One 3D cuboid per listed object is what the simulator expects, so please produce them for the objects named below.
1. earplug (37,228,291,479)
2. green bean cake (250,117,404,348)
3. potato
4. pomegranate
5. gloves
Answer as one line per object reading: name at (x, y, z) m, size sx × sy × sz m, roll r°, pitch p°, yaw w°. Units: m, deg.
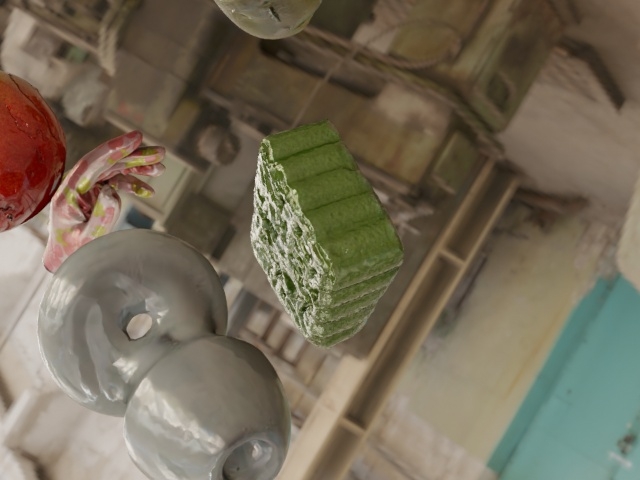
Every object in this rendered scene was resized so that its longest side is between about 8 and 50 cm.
earplug at (-0.162, 0.139, 1.246) m, size 0.325 × 0.214 × 0.175 m, roll 51°, pitch 169°, yaw 6°
green bean cake at (0.000, 0.000, 1.428) m, size 0.222 × 0.125 × 0.248 m, roll 60°, pitch 162°, yaw 28°
potato at (-0.078, -0.367, 1.597) m, size 0.169 × 0.143 × 0.248 m, roll -2°, pitch 161°, yaw 14°
pomegranate at (-0.425, -0.118, 1.413) m, size 0.235 × 0.210 × 0.210 m, roll 51°, pitch -179°, yaw 9°
gloves at (-0.303, -0.058, 1.551) m, size 0.126 × 0.241 × 0.145 m, roll 30°, pitch -150°, yaw 11°
